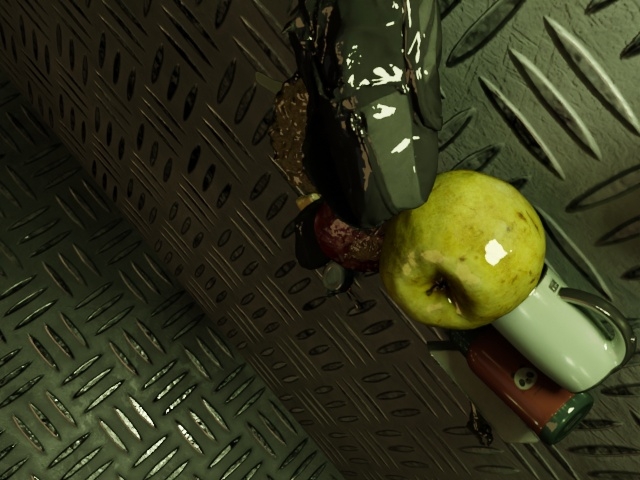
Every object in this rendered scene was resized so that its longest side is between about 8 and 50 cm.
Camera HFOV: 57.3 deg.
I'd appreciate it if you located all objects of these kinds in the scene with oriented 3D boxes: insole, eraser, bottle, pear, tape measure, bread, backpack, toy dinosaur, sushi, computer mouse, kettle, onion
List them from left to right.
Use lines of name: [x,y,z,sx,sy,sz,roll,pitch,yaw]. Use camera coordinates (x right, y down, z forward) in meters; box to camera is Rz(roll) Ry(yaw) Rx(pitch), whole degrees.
insole: [-0.110,-0.385,1.470,0.152,0.002,0.053,35,148,25]
bread: [-0.027,-0.100,1.658,0.083,0.035,0.070,-19,109,53]
computer mouse: [0.000,0.000,1.629,0.086,0.137,0.270,43,152,28]
sushi: [0.002,-0.257,1.290,0.211,0.171,0.350,41,151,12]
tape measure: [0.090,0.129,1.765,0.179,0.104,0.107,29,139,-34]
onion: [0.111,-0.035,1.377,0.246,0.190,0.246,10,143,8]
backpack: [0.082,-0.237,0.976,0.254,0.363,0.446,-5,109,14]
pear: [0.266,0.008,1.118,0.304,0.304,0.304,35,148,26]
toy dinosaur: [0.425,0.503,1.679,0.179,0.087,0.187,37,148,19]
eraser: [0.416,0.387,1.515,0.352,0.077,0.111,49,-174,1]
bottle: [0.438,0.290,1.332,0.336,0.144,0.144,46,154,36]
kettle: [0.480,0.171,1.142,0.236,0.161,0.221,47,141,1]
